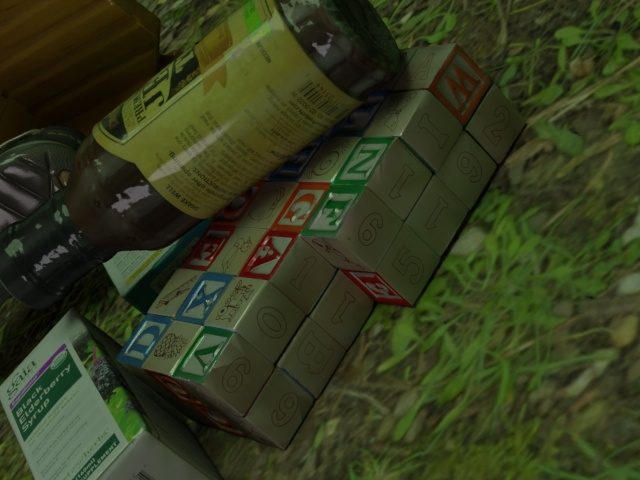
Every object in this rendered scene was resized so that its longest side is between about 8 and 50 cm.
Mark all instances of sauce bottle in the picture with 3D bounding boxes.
[{"bbox_3d":[-0.104,-0.067,1.068,0.344,0.111,0.111,-36,30,18],"label":"sauce bottle"}]

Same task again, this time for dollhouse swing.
[{"bbox_3d":[-0.366,-0.106,1.427,0.315,0.347,0.305,-21,46,38],"label":"dollhouse swing"}]

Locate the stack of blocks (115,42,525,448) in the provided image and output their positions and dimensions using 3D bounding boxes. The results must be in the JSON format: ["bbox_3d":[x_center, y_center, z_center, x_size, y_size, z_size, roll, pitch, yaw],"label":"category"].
[{"bbox_3d":[0.000,0.000,1.053,0.171,0.087,0.297,5,57,56],"label":"stack of blocks"}]

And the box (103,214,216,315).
[{"bbox_3d":[-0.151,-0.013,1.301,0.100,0.060,0.244,-46,28,2],"label":"box"}]

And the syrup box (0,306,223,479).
[{"bbox_3d":[-0.159,0.147,1.071,0.093,0.096,0.237,-47,29,-1],"label":"syrup box"}]

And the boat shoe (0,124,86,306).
[{"bbox_3d":[-0.341,0.014,1.372,0.355,0.132,0.130,-31,20,17],"label":"boat shoe"}]
